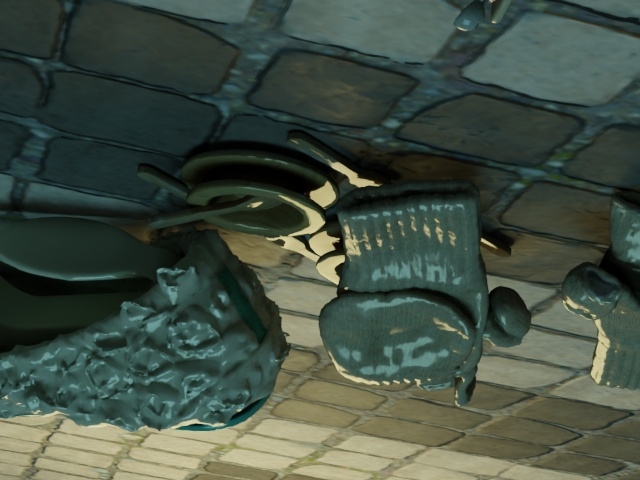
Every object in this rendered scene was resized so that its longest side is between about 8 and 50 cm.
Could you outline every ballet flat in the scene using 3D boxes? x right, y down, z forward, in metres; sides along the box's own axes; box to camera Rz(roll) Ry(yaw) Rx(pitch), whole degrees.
[{"bbox_3d":[-0.213,0.042,1.024,0.409,0.147,0.147,-4,158,23],"label":"ballet flat"}]

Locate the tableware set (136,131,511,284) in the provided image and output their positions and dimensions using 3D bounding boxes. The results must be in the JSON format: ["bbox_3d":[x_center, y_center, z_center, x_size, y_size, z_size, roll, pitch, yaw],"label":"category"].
[{"bbox_3d":[0.000,0.000,0.897,0.128,0.039,0.194,-9,155,41],"label":"tableware set"}]

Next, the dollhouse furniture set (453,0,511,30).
[{"bbox_3d":[0.066,-0.088,0.547,0.091,0.081,0.114,10,161,-5],"label":"dollhouse furniture set"}]

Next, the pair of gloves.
[{"bbox_3d":[0.120,0.038,0.883,0.240,0.042,0.204,1,148,-3],"label":"pair of gloves"}]
